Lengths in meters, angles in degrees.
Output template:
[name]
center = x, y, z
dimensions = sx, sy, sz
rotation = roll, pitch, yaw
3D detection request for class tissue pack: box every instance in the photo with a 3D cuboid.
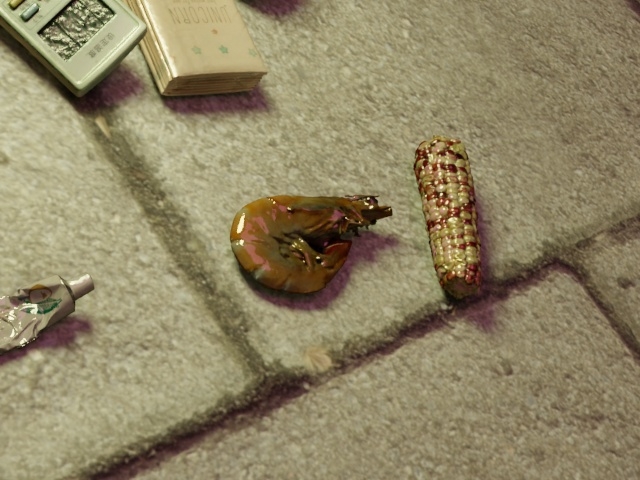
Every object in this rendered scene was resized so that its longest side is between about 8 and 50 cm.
[tissue pack]
center = -0.219, -0.367, 1.964
dimensions = 0.170, 0.071, 0.325
rotation = -8, 64, -38

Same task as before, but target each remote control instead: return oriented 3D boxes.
[remote control]
center = -0.412, -0.365, 1.807
dimensions = 0.344, 0.050, 0.145
rotation = 43, 75, -3

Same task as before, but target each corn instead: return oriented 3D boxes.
[corn]
center = 0.196, -0.040, 1.980
dimensions = 0.092, 0.092, 0.280
rotation = 13, 55, -24

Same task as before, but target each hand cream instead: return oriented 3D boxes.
[hand cream]
center = -0.384, 0.097, 1.544
dimensions = 0.257, 0.050, 0.084
rotation = -28, 74, -35

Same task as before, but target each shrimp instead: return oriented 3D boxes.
[shrimp]
center = 0.000, 0.000, 1.842
dimensions = 0.287, 0.063, 0.152
rotation = -8, 65, -32
